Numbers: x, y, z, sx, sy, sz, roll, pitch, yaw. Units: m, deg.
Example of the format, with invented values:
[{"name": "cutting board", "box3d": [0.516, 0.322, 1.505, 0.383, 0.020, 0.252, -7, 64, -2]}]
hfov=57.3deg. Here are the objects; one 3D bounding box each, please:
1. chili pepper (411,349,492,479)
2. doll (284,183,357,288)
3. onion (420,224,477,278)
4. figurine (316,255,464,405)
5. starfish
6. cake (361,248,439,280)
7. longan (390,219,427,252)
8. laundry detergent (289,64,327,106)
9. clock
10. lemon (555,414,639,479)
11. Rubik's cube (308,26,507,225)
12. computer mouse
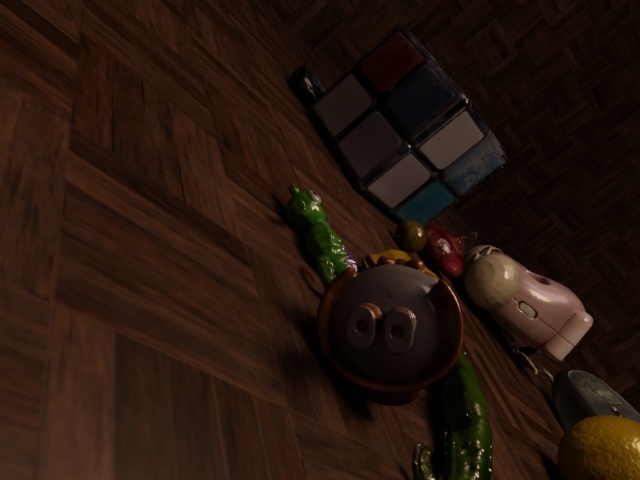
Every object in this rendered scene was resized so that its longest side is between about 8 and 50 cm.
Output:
[{"name": "chili pepper", "box3d": [0.161, 0.200, 0.696, 0.359, 0.076, 0.084, -33, 109, -75]}, {"name": "doll", "box3d": [0.000, 0.000, 0.728, 0.115, 0.050, 0.190, 37, 22, -53]}, {"name": "onion", "box3d": [0.318, 0.010, 1.435, 0.150, 0.140, 0.150, 44, 20, -21]}, {"name": "figurine", "box3d": [0.078, 0.082, 0.608, 0.143, 0.143, 0.271, 52, 17, 3]}, {"name": "starfish", "box3d": [0.531, 0.298, 1.527, 0.208, 0.053, 0.176, 37, 13, -8]}, {"name": "cake", "box3d": [0.144, 0.080, 0.903, 0.185, 0.080, 0.116, 43, 14, -41]}, {"name": "longan", "box3d": [0.193, -0.008, 1.281, 0.083, 0.075, 0.075, -4, 43, -20]}, {"name": "laundry detergent", "box3d": [0.006, -0.364, 1.570, 0.211, 0.063, 0.137, 45, 19, -28]}, {"name": "clock", "box3d": [0.534, 0.148, 1.597, 0.326, 0.184, 0.342, 33, 5, 5]}, {"name": "lemon", "box3d": [0.508, 0.389, 0.999, 0.178, 0.203, 0.178, -13, 90, -69]}, {"name": "Rubik's cube", "box3d": [0.213, -0.262, 1.440, 0.318, 0.316, 0.313, 33, 23, -51]}, {"name": "computer mouse", "box3d": [0.710, 0.469, 1.439, 0.203, 0.114, 0.374, 9, 25, -21]}]
